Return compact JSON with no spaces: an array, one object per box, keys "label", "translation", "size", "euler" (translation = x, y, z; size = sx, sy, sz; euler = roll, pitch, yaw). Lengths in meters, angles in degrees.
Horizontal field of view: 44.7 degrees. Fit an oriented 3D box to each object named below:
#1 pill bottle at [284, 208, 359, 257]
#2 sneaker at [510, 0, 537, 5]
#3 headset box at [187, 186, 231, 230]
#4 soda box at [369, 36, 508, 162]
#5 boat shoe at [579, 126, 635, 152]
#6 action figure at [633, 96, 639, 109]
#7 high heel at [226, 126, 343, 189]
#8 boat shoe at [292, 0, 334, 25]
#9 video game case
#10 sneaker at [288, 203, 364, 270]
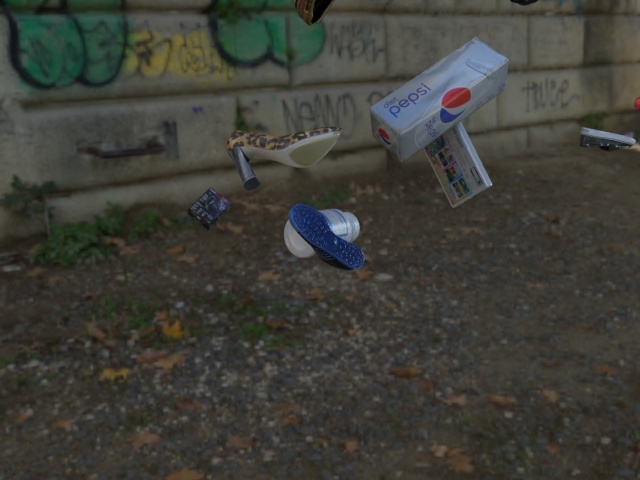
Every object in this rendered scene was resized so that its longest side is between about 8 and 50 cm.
[{"label":"pill bottle","translation":[0.011,-0.024,2.186],"size":[0.124,0.124,0.221],"euler":[6,10,37]},{"label":"sneaker","translation":[0.464,-0.659,1.838],"size":[0.130,0.228,0.087],"euler":[-29,34,-7]},{"label":"headset box","translation":[-0.244,-0.074,1.727],"size":[0.083,0.062,0.032],"euler":[-49,-7,-28]},{"label":"soda box","translation":[0.238,-0.283,1.553],"size":[0.286,0.091,0.098],"euler":[-35,59,-14]},{"label":"boat shoe","translation":[0.596,-0.206,1.624],"size":[0.142,0.040,0.049],"euler":[6,13,-25]},{"label":"action figure","translation":[0.766,-0.355,1.607],"size":[0.280,0.091,0.139],"euler":[-34,-2,10]},{"label":"high heel","translation":[-0.090,-0.240,1.792],"size":[0.261,0.093,0.186],"euler":[-26,51,1]},{"label":"boat shoe","translation":[0.037,-0.720,2.097],"size":[0.110,0.307,0.104],"euler":[3,46,-35]},{"label":"video game case","translation":[0.293,-0.164,1.683],"size":[0.019,0.157,0.143],"euler":[-22,-7,-26]},{"label":"sneaker","translation":[0.000,0.000,1.930],"size":[0.081,0.232,0.090],"euler":[-57,19,-24]}]
